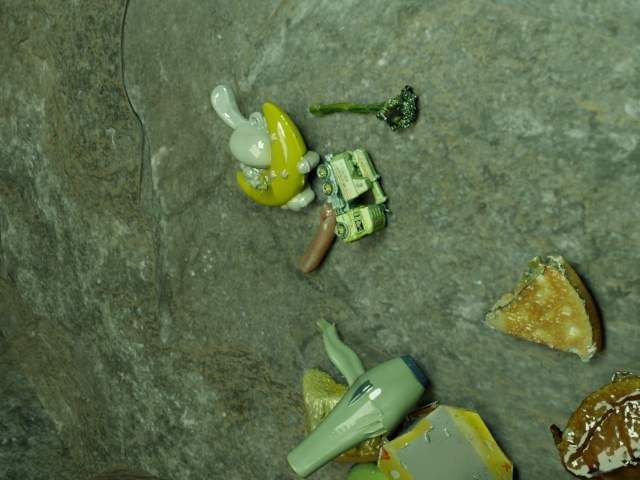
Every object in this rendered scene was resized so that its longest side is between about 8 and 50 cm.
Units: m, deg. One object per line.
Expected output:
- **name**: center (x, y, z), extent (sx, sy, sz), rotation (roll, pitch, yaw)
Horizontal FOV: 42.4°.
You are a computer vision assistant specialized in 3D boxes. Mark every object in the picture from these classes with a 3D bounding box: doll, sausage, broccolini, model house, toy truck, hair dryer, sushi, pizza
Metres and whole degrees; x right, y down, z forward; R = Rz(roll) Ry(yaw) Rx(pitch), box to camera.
- **doll**: center (-0.107, -0.176, 1.638), extent (0.252, 0.111, 0.237), rotation (26, 138, 37)
- **sausage**: center (-0.001, 0.000, 1.643), extent (0.047, 0.040, 0.176), rotation (52, 136, 28)
- **broccolini**: center (0.080, -0.234, 1.481), extent (0.254, 0.071, 0.057), rotation (10, 154, 51)
- **model house**: center (0.234, 0.401, 1.515), extent (0.207, 0.136, 0.219), rotation (-38, 91, 8)
- **toy truck**: center (0.066, -0.087, 1.515), extent (0.100, 0.077, 0.168), rotation (-18, 89, 35)
- **hair dryer**: center (0.024, 0.311, 1.580), extent (0.298, 0.296, 0.119), rotation (21, 157, 45)
- **sushi**: center (0.470, 0.283, 1.183), extent (0.296, 0.179, 0.166), rotation (-37, 54, 32)
- **pizza**: center (0.346, 0.112, 1.311), extent (0.195, 0.052, 0.185), rotation (-15, 102, 44)

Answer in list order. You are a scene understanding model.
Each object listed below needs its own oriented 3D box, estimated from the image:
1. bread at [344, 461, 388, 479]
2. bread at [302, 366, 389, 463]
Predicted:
- **bread**: center (0.142, 0.598, 1.716), extent (0.301, 0.045, 0.301), rotation (21, 120, 44)
- **bread**: center (0.031, 0.371, 1.686), extent (0.252, 0.133, 0.174), rotation (14, 113, 44)
